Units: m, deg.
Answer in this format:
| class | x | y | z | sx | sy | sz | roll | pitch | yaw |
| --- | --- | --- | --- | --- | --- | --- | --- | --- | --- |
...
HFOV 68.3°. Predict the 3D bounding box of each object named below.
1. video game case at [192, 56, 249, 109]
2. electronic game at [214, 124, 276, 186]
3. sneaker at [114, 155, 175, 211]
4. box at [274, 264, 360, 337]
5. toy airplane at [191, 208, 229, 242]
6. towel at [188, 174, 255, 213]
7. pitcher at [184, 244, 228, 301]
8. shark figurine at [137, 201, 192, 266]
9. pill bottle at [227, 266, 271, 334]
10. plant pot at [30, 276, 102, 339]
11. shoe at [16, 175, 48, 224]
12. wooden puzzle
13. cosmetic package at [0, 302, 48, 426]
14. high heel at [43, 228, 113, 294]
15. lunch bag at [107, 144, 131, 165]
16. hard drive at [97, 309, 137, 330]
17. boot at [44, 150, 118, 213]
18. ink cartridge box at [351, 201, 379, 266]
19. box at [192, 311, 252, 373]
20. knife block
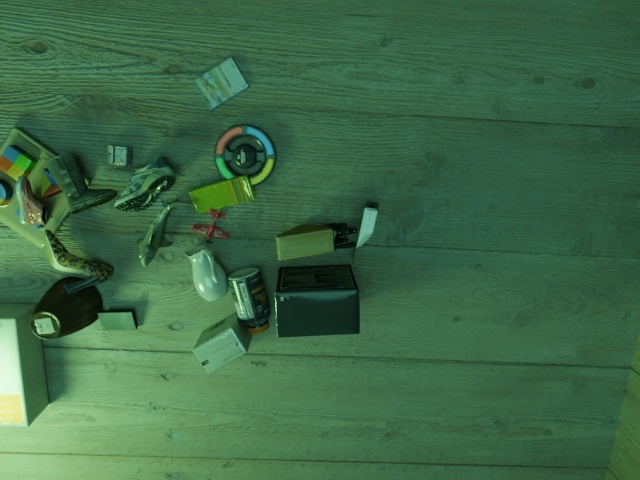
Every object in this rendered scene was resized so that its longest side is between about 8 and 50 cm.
| class | x | y | z | sx | sy | sz | roll | pitch | yaw |
| --- | --- | --- | --- | --- | --- | --- | --- | --- | --- |
| video game case | -0.359 | -0.566 | 1.706 | 0.166 | 0.015 | 0.119 | -30 | 103 | 5 |
| electronic game | -0.280 | -0.312 | 1.751 | 0.228 | 0.048 | 0.230 | 0 | 104 | -2 |
| sneaker | -0.655 | -0.207 | 1.750 | 0.282 | 0.110 | 0.122 | -30 | 68 | 18 |
| box | -0.015 | 0.220 | 1.761 | 0.295 | 0.294 | 0.183 | -2 | 103 | -1 |
| toy airplane | -0.416 | -0.057 | 1.812 | 0.151 | 0.028 | 0.151 | -7 | 117 | -14 |
| towel | -0.369 | -0.171 | 1.773 | 0.236 | 0.021 | 0.102 | -14 | 113 | 9 |
| pitcher | -0.421 | 0.123 | 1.788 | 0.125 | 0.177 | 0.207 | -27 | 103 | -28 |
| shark figurine | -0.598 | -0.032 | 1.799 | 0.116 | 0.166 | 0.279 | 31 | 83 | -34 |
| pill bottle | -0.270 | 0.239 | 1.841 | 0.130 | 0.130 | 0.246 | -13 | 104 | 1 |
| plant pot | -0.973 | 0.274 | 1.772 | 0.215 | 0.230 | 0.216 | 0 | 104 | -2 |
| shoe | -1.024 | -0.142 | 1.685 | 0.081 | 0.063 | 0.178 | 2 | 105 | -6 |
| wooden puzzle | -1.083 | -0.184 | 1.737 | 0.322 | 0.080 | 0.348 | 37 | 100 | -10 |
| cosmetic package | -1.237 | 0.486 | 1.849 | 0.229 | 0.161 | 0.454 | 1 | 103 | -2 |
| high heel | -0.921 | 0.057 | 1.798 | 0.186 | 0.093 | 0.262 | -25 | 90 | -41 |
| lunch bag | -0.743 | -0.312 | 1.734 | 0.083 | 0.053 | 0.071 | 10 | 102 | 5 |
| hard drive | -0.807 | 0.317 | 1.881 | 0.135 | 0.022 | 0.094 | -1 | 123 | -1 |
| boot | -0.861 | -0.221 | 1.704 | 0.189 | 0.076 | 0.209 | -22 | 85 | -17 |
| ink cartridge box | 0.168 | -0.020 | 1.765 | 0.066 | 0.189 | 0.233 | 9 | 103 | 5 |
| box | -0.377 | 0.395 | 1.847 | 0.180 | 0.182 | 0.119 | -30 | 102 | 5 |
| knife block | 0.000 | 0.000 | 1.744 | 0.241 | 0.275 | 0.088 | 2 | 105 | 28 |
